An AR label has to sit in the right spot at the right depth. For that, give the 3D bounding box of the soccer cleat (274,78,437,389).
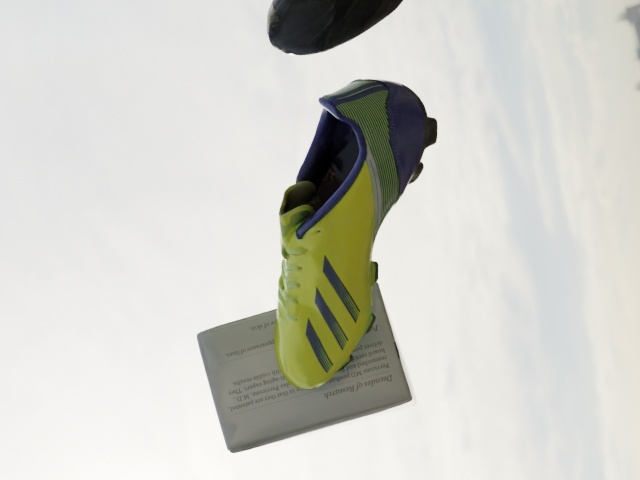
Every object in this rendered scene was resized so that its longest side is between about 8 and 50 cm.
[{"bbox_3d":[-0.001,-0.001,1.076,0.121,0.289,0.093,-6,-144,-40],"label":"soccer cleat"}]

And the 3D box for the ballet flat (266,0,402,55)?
[{"bbox_3d":[0.034,-0.165,0.711,0.057,0.173,0.049,30,-152,-32],"label":"ballet flat"}]

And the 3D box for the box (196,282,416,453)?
[{"bbox_3d":[-0.009,0.128,1.285,0.181,0.182,0.119,59,-165,-80],"label":"box"}]
